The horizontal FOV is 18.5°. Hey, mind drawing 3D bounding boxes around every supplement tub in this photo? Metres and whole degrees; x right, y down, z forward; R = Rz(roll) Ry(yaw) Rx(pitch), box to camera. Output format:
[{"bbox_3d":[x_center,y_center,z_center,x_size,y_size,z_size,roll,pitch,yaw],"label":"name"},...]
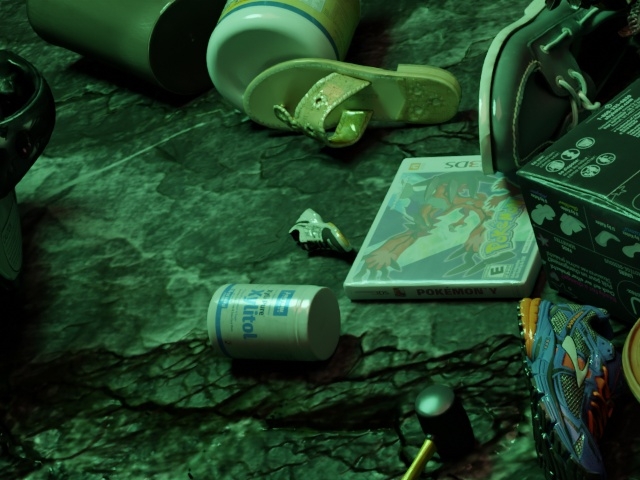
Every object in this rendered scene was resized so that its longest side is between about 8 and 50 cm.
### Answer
[{"bbox_3d":[-0.043,0.075,1.797,0.107,0.071,0.071,-1,39,28],"label":"supplement tub"},{"bbox_3d":[-0.035,-0.239,2.155,0.144,0.144,0.200,-6,37,20],"label":"supplement tub"}]

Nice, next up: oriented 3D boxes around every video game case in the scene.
[{"bbox_3d":[0.136,-0.016,1.872,0.183,0.023,0.201,-2,39,25],"label":"video game case"}]

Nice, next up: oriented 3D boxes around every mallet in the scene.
[{"bbox_3d":[0.064,0.196,1.584,0.039,0.062,0.190,11,46,36],"label":"mallet"}]

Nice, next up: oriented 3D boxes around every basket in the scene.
[{"bbox_3d":[-0.201,-0.268,2.283,0.204,0.154,0.227,-33,40,-21],"label":"basket"}]

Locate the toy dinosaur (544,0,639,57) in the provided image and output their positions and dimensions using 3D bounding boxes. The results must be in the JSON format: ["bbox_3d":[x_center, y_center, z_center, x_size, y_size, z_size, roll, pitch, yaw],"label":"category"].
[{"bbox_3d":[0.309,-0.264,1.943,0.322,0.218,0.164,33,94,33],"label":"toy dinosaur"}]

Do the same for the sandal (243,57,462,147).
[{"bbox_3d":[0.023,-0.135,2.037,0.240,0.088,0.079,-1,36,17],"label":"sandal"}]

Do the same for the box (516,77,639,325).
[{"bbox_3d":[0.323,-0.050,1.722,0.247,0.142,0.163,-36,36,-23],"label":"box"}]

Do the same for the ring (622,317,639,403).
[{"bbox_3d":[0.400,0.106,1.497,0.336,0.032,0.336,0,26,0],"label":"ring"}]

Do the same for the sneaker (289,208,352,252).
[{"bbox_3d":[0.000,0.000,1.919,0.037,0.032,0.083,-44,34,-9],"label":"sneaker"}]

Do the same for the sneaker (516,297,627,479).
[{"bbox_3d":[0.213,0.119,1.604,0.087,0.083,0.221,-8,39,4],"label":"sneaker"}]

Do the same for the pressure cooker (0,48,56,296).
[{"bbox_3d":[-0.466,-0.076,1.935,0.420,0.375,0.370,-16,63,1],"label":"pressure cooker"}]

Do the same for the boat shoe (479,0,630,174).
[{"bbox_3d":[0.230,-0.159,1.927,0.099,0.116,0.319,5,30,20],"label":"boat shoe"}]
